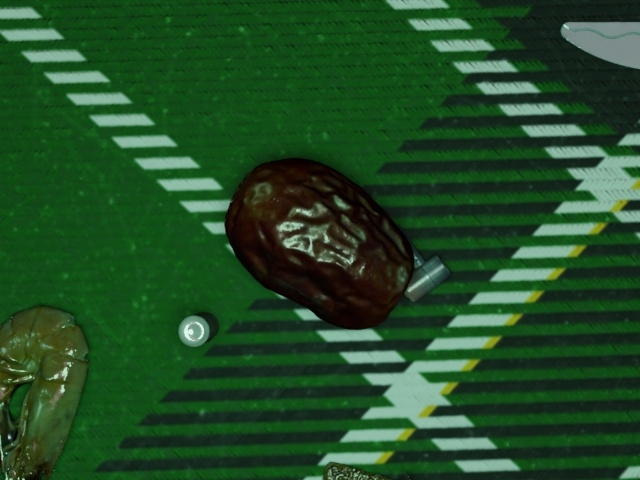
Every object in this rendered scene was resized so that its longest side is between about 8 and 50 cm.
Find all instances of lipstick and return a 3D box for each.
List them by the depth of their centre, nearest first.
[{"bbox_3d":[-0.153,0.112,1.431,0.040,0.141,0.040,0,89,0],"label":"lipstick"}]

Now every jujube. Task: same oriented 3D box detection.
[{"bbox_3d":[0.000,0.000,1.417,0.243,0.183,0.183,31,88,0],"label":"jujube"}]

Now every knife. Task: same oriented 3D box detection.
[{"bbox_3d":[0.488,-0.266,1.512,0.331,0.044,0.080,-5,97,5],"label":"knife"}]

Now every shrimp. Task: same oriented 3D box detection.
[{"bbox_3d":[-0.379,0.217,1.466,0.145,0.061,0.267,7,91,8],"label":"shrimp"}]

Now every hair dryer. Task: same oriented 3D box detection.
[{"bbox_3d":[0.114,0.019,1.495,0.063,0.037,0.114,-34,81,-1],"label":"hair dryer"}]

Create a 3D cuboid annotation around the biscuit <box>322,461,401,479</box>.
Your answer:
[{"bbox_3d":[0.102,0.379,1.482,0.231,0.025,0.131,15,88,0],"label":"biscuit"}]

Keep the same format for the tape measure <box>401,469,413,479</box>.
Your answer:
[{"bbox_3d":[0.099,0.373,1.431,0.118,0.074,0.125,-41,86,-2],"label":"tape measure"}]
